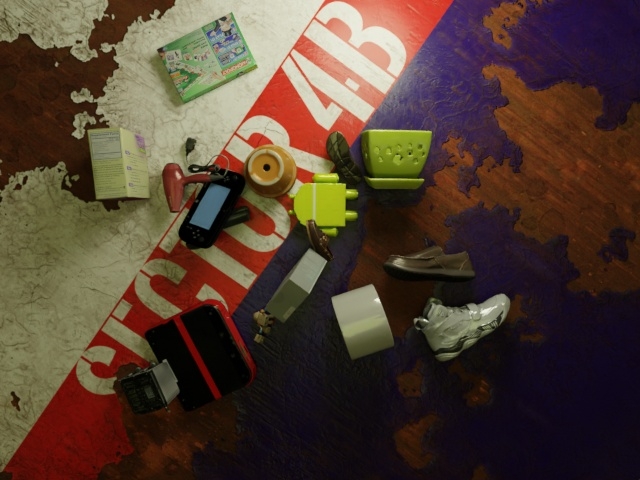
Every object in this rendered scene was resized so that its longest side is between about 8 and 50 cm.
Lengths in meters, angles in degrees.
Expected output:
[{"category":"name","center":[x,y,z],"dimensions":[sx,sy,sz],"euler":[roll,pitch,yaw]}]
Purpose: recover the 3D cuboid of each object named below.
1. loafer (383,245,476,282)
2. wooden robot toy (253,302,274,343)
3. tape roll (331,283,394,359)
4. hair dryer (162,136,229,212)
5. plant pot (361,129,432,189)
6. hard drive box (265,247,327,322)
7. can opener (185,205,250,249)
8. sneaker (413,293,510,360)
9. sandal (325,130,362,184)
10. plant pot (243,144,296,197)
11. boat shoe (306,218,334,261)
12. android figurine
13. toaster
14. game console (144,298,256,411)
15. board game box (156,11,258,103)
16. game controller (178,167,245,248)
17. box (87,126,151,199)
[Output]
[{"category":"loafer","center":[0.419,0.088,1.663],"dimensions":[0.366,0.134,0.130],"euler":[6,71,-11]},{"category":"wooden robot toy","center":[-0.234,0.317,1.702],"dimensions":[0.079,0.076,0.173],"euler":[17,95,33]},{"category":"tape roll","center":[0.159,0.306,1.604],"dimensions":[0.169,0.246,0.246],"euler":[-18,94,1]},{"category":"hair dryer","center":[-0.501,-0.235,1.610],"dimensions":[0.223,0.080,0.293],"euler":[35,97,20]},{"category":"plant pot","center":[0.269,-0.298,1.576],"dimensions":[0.228,0.227,0.207],"euler":[0,101,-1]},{"category":"hard drive box","center":[-0.088,0.161,1.569],"dimensions":[0.089,0.232,0.181],"euler":[38,122,-3]},{"category":"can opener","center":[-0.404,-0.055,1.666],"dimensions":[0.280,0.074,0.093],"euler":[-23,128,3]},{"category":"sneaker","center":[0.545,0.287,1.659],"dimensions":[0.366,0.137,0.210],"euler":[-40,97,6]},{"category":"sandal","center":[0.092,-0.319,1.653],"dimensions":[0.090,0.060,0.219],"euler":[-34,108,8]},{"category":"plant pot","center":[-0.193,-0.261,1.584],"dimensions":[0.205,0.188,0.205],"euler":[0,95,-1]},{"category":"boat shoe","center":[0.000,0.000,1.633],"dimensions":[0.073,0.073,0.207],"euler":[-9,130,13]},{"category":"android figurine","center":[0.011,-0.138,1.662],"dimensions":[0.273,0.056,0.248],"euler":[-1,95,-1]},{"category":"toaster","center":[-0.662,0.581,1.663],"dimensions":[0.168,0.110,0.185],"euler":[-21,94,17]},{"category":"game console","center":[-0.474,0.459,1.709],"dimensions":[0.342,0.060,0.386],"euler":[-26,93,7]},{"category":"board game box","center":[-0.428,-0.691,1.620],"dimensions":[0.317,0.046,0.213],"euler":[-25,95,1]},{"category":"game controller","center":[-0.409,-0.125,1.602],"dimensions":[0.166,0.067,0.319],"euler":[21,76,17]},{"category":"box","center":[-0.731,-0.271,1.564],"dimensions":[0.117,0.213,0.243],"euler":[-4,95,-1]}]
